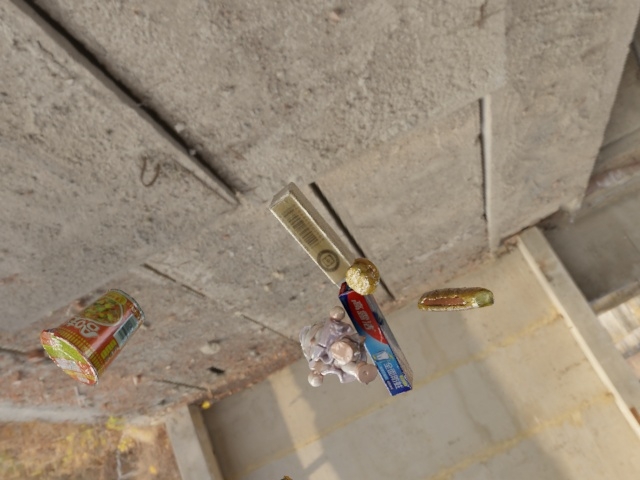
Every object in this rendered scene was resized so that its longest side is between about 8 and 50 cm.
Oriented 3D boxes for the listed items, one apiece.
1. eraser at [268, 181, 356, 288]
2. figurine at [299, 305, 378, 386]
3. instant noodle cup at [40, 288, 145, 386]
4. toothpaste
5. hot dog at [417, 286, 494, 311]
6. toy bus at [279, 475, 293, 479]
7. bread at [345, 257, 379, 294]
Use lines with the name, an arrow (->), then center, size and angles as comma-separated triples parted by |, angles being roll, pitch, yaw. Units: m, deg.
eraser -> 0.000, 0.000, 1.625 | 0.078, 0.343, 0.144 | -38, -168, 11
figurine -> 0.040, 0.261, 1.417 | 0.133, 0.200, 0.276 | 19, 178, -19
instant noodle cup -> -0.583, 0.239, 1.562 | 0.212, 0.193, 0.193 | -51, 176, -41
toothpaste -> 0.146, 0.246, 1.527 | 0.066, 0.320, 0.076 | -24, -164, 18
hot dog -> 0.351, 0.155, 1.573 | 0.088, 0.061, 0.286 | -7, 176, -28
toy bus -> -0.075, 0.651, 1.420 | 0.074, 0.162, 0.069 | 7, 138, -1
bread -> 0.091, 0.078, 1.267 | 0.046, 0.083, 0.081 | -29, -154, -34
